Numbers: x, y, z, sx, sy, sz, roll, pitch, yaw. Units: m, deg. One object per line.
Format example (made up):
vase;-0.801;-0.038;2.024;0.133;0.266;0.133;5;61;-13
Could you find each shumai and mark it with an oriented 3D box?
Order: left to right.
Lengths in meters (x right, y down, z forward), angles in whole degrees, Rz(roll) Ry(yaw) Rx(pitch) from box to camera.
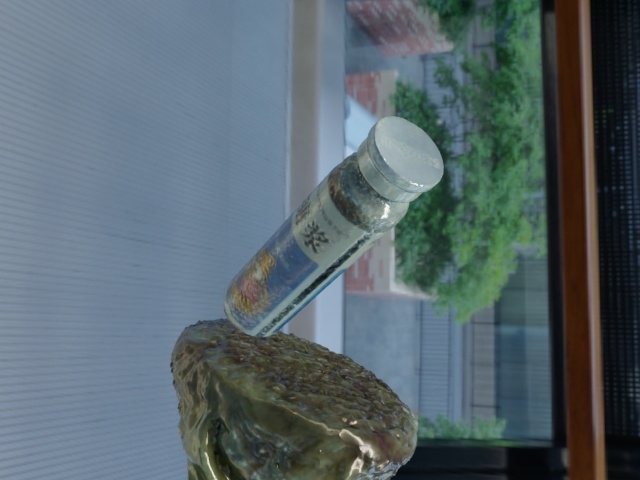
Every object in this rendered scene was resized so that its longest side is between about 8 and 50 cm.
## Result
shumai;-0.070;0.331;1.095;0.395;0.395;0.348;0;108;-68

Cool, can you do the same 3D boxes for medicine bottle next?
medicine bottle;0.000;0.000;0.465;0.051;0.191;0.051;20;49;-25
